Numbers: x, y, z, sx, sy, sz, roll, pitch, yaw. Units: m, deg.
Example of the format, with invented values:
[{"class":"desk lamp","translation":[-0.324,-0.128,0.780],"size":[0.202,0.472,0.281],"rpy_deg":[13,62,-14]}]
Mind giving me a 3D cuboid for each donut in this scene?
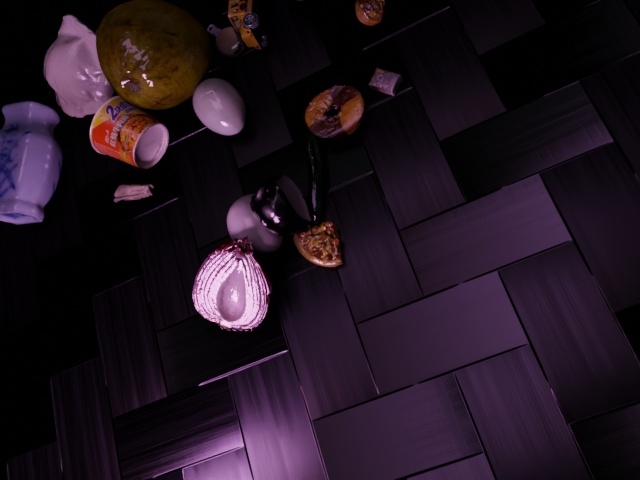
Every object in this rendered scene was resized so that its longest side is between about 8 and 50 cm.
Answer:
[{"class":"donut","translation":[0.049,-0.375,1.682],"size":[0.184,0.073,0.166],"rpy_deg":[-34,67,8]}]

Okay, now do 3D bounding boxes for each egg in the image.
[{"class":"egg","translation":[-0.316,-0.420,1.779],"size":[0.151,0.151,0.209],"rpy_deg":[-40,67,4]}]

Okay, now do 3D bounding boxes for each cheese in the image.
[{"class":"cheese","translation":[-0.321,-0.693,1.918],"size":[0.092,0.047,0.171],"rpy_deg":[-33,66,6]}]

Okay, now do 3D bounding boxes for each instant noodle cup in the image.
[{"class":"instant noodle cup","translation":[-0.614,-0.342,1.843],"size":[0.174,0.213,0.213],"rpy_deg":[29,85,15]}]

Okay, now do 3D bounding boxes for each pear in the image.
[{"class":"pear","translation":[-0.529,-0.590,1.801],"size":[0.351,0.352,0.413],"rpy_deg":[-7,39,17]}]

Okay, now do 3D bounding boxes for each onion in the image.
[{"class":"onion","translation":[-0.228,0.108,1.582],"size":[0.227,0.120,0.284],"rpy_deg":[20,110,7]}]

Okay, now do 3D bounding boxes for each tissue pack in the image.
[{"class":"tissue pack","translation":[0.195,-0.475,1.682],"size":[0.083,0.035,0.063],"rpy_deg":[23,83,24]}]

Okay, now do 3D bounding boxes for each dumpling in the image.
[{"class":"dumpling","translation":[-0.841,-0.584,1.979],"size":[0.260,0.181,0.341],"rpy_deg":[34,104,10]}]

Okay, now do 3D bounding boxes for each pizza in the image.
[{"class":"pizza","translation":[0.000,0.000,1.603],"size":[0.175,0.046,0.134],"rpy_deg":[20,82,23]}]

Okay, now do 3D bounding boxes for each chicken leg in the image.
[{"class":"chicken leg","translation":[0.150,-0.767,1.757],"size":[0.085,0.101,0.208],"rpy_deg":[1,62,-12]}]

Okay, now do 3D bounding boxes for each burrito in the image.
[{"class":"burrito","translation":[-0.623,-0.162,1.869],"size":[0.149,0.041,0.055],"rpy_deg":[-5,86,18]}]

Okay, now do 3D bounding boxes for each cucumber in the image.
[{"class":"cucumber","translation":[-0.017,-0.187,1.660],"size":[0.056,0.056,0.284],"rpy_deg":[-9,76,17]}]

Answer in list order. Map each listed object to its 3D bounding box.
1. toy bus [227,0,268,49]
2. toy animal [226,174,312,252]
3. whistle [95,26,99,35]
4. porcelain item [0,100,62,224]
[{"class":"toy bus","translation":[-0.237,-0.803,1.875],"size":[0.123,0.121,0.336],"rpy_deg":[-3,72,14]},{"class":"toy animal","translation":[-0.158,-0.067,1.609],"size":[0.235,0.165,0.187],"rpy_deg":[-36,49,22]},{"class":"whistle","translation":[-0.679,-0.715,2.024],"size":[0.294,0.141,0.141],"rpy_deg":[-1,73,1]},{"class":"porcelain item","translation":[-1.036,-0.269,1.970],"size":[0.242,0.178,0.405],"rpy_deg":[-4,76,17]}]
